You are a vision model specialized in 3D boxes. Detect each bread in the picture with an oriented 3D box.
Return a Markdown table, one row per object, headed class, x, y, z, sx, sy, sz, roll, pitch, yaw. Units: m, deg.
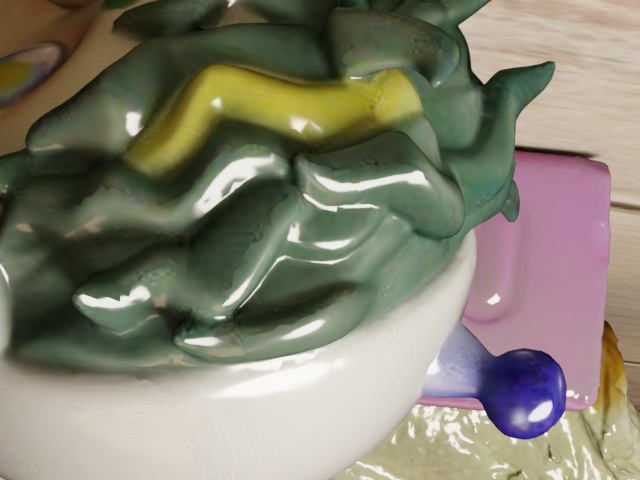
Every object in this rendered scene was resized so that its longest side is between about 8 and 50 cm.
| class | x | y | z | sx | sy | sz | roll | pitch | yaw |
| --- | --- | --- | --- | --- | --- | --- | --- | --- | --- |
| bread | 0.100 | 0.154 | 1.323 | 0.279 | 0.225 | 0.250 | -5 | 176 | 2 |

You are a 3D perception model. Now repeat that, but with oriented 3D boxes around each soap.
| class | x | y | z | sx | sy | sz | roll | pitch | yaw |
| --- | --- | --- | --- | --- | --- | --- | --- | --- | --- |
| soap | 0.027 | 0.014 | 0.866 | 0.203 | 0.122 | 0.065 | 5 | 171 | -5 |

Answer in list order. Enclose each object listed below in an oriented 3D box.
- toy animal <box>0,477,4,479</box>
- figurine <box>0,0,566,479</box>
| class | x | y | z | sx | sy | sz | roll | pitch | yaw |
| --- | --- | --- | --- | --- | --- | --- | --- | --- | --- |
| toy animal | -0.167 | 0.086 | 1.223 | 0.235 | 0.165 | 0.187 | 3 | 153 | 21 |
| figurine | -0.113 | -0.010 | 0.598 | 0.382 | 0.261 | 0.186 | -1 | 127 | 25 |
